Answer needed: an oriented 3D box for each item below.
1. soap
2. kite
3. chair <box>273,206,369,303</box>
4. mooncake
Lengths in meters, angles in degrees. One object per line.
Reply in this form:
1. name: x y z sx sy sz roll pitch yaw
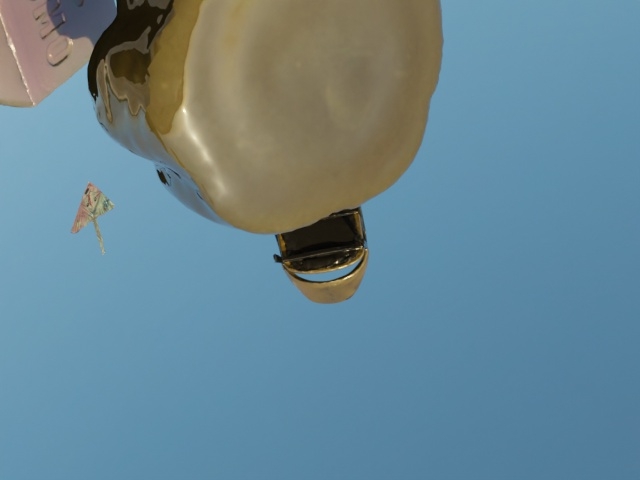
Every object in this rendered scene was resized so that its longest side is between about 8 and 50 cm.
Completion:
1. soap: -0.448 -0.400 1.441 0.107 0.296 0.285 8 -138 20
2. kite: -0.421 -0.037 1.726 0.005 0.152 0.137 7 -155 23
3. chair: 0.000 0.000 1.588 0.159 0.247 0.172 -11 -106 3
4. mooncake: -0.069 -0.245 1.262 0.467 0.467 0.262 -46 -147 -15
